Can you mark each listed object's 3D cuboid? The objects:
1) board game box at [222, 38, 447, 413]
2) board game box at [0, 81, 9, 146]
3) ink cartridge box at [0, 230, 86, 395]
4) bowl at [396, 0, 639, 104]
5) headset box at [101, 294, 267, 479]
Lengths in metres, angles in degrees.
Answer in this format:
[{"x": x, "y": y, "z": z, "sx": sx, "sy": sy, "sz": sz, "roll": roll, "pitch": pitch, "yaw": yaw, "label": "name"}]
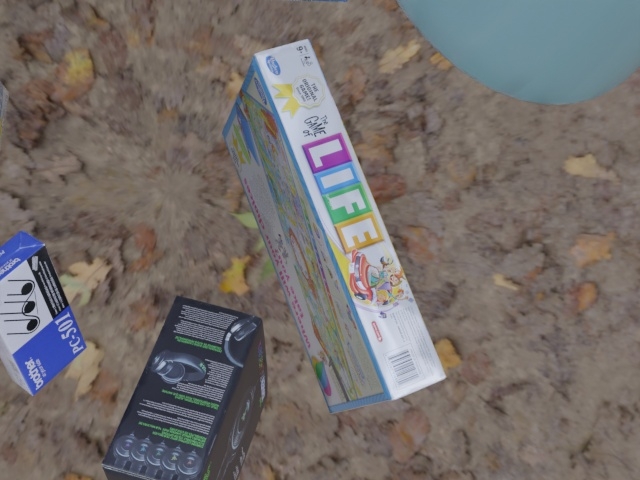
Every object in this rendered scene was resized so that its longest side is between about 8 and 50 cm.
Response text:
[{"x": 0.000, "y": 0.000, "z": 0.460, "sx": 0.026, "sy": 0.103, "sz": 0.154, "roll": -20, "pitch": 83, "yaw": -17, "label": "board game box"}, {"x": -0.486, "y": -0.056, "z": 1.327, "sx": 0.079, "sy": 0.254, "sz": 0.336, "roll": 8, "pitch": 89, "yaw": -11, "label": "board game box"}, {"x": -0.361, "y": 0.094, "z": 1.244, "sx": 0.046, "sy": 0.207, "sz": 0.097, "roll": 29, "pitch": 57, "yaw": 27, "label": "ink cartridge box"}, {"x": 0.199, "y": -0.273, "z": 0.750, "sx": 0.311, "sy": 0.163, "sz": 0.311, "roll": 5, "pitch": 78, "yaw": -26, "label": "bowl"}, {"x": -0.180, "y": 0.268, "z": 1.393, "sx": 0.131, "sy": 0.246, "sz": 0.283, "roll": 14, "pitch": 55, "yaw": 9, "label": "headset box"}]
